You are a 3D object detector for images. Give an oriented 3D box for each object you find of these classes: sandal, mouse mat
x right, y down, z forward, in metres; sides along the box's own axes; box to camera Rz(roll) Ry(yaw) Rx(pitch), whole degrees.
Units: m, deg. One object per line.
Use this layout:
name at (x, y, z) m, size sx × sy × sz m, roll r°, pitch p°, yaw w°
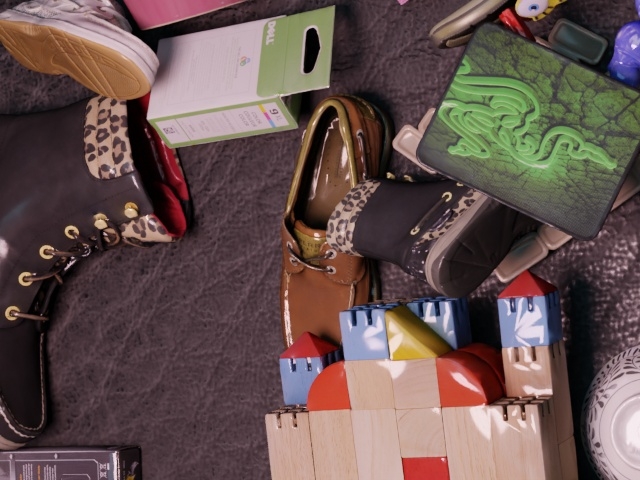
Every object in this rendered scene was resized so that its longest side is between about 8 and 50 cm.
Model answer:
sandal at (0.209, -0.311, 1.853) m, size 0.086 × 0.120 × 0.303 m, roll 40°, pitch 94°, yaw 9°
mouse mat at (0.202, -0.103, 1.747) m, size 0.190 × 0.007 × 0.152 m, roll 25°, pitch 88°, yaw 8°

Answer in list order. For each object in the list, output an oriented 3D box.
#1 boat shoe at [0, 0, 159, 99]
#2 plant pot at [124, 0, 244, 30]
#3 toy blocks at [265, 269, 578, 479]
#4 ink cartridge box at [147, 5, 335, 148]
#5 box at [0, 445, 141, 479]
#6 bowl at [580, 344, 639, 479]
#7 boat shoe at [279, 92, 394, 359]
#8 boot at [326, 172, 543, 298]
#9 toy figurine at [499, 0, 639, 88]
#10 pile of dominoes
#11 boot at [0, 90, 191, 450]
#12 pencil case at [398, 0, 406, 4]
boat shoe at (-0.249, -0.226, 2.002) m, size 0.096 × 0.098 × 0.277 m, roll -46°, pitch 39°, yaw -19°
plant pot at (-0.156, -0.325, 1.970) m, size 0.201 × 0.201 × 0.180 m, roll -13°, pitch 100°, yaw 21°
toy blocks at (0.094, 0.169, 1.826) m, size 0.381 × 0.191 × 0.260 m, roll -5°, pitch 94°, yaw 26°
ink cartridge box at (-0.073, -0.171, 1.968) m, size 0.209 × 0.062 × 0.109 m, roll -9°, pitch 55°, yaw 21°
box at (-0.287, 0.345, 2.069) m, size 0.183 × 0.056 × 0.231 m, roll -4°, pitch 87°, yaw 23°
bowl at (0.325, 0.183, 1.812) m, size 0.170 × 0.080 × 0.170 m, roll -1°, pitch 88°, yaw 23°
boat shoe at (0.000, 0.000, 1.934) m, size 0.111 × 0.104 × 0.307 m, roll 5°, pitch 91°, yaw 22°
boot at (0.133, -0.049, 1.842) m, size 0.179 × 0.085 × 0.236 m, roll 16°, pitch 51°, yaw 45°
toy figurine at (0.379, -0.228, 1.764) m, size 0.362 × 0.191 × 0.217 m, roll -34°, pitch 90°, yaw 19°
pile of dominoes at (0.222, -0.093, 1.896) m, size 0.251 × 0.040 × 0.196 m, roll -35°, pitch 76°, yaw 9°
boot at (-0.283, 0.018, 2.036) m, size 0.284 × 0.138 × 0.377 m, roll -16°, pitch 75°, yaw 21°
pencil case at (0.137, -0.373, 1.885) m, size 0.124 × 0.124 × 0.284 m, roll 46°, pitch 106°, yaw 17°
